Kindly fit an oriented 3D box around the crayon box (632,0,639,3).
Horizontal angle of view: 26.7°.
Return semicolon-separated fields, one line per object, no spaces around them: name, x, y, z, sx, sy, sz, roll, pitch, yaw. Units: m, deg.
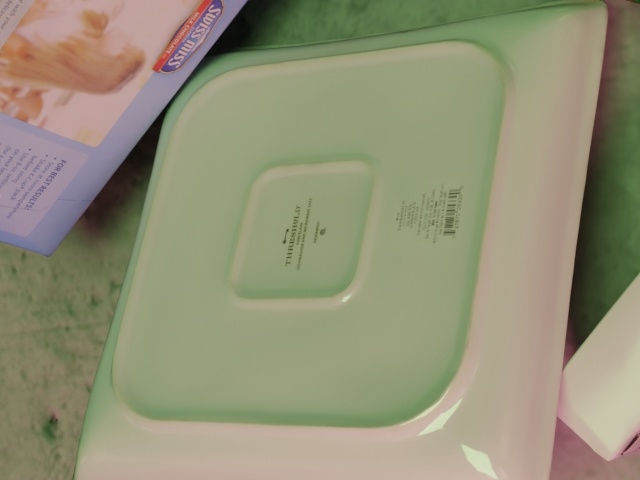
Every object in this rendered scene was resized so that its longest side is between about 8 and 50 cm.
crayon box;0.225;-0.273;0.779;0.278;0.081;0.165;-66;27;9

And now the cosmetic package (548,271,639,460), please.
cosmetic package;0.235;0.019;0.782;0.060;0.099;0.239;42;107;24

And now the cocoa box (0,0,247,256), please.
cocoa box;-0.221;-0.203;0.964;0.347;0.231;0.228;-50;50;17

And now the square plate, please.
square plate;0.000;0.000;0.878;0.344;0.049;0.347;-3;64;32
